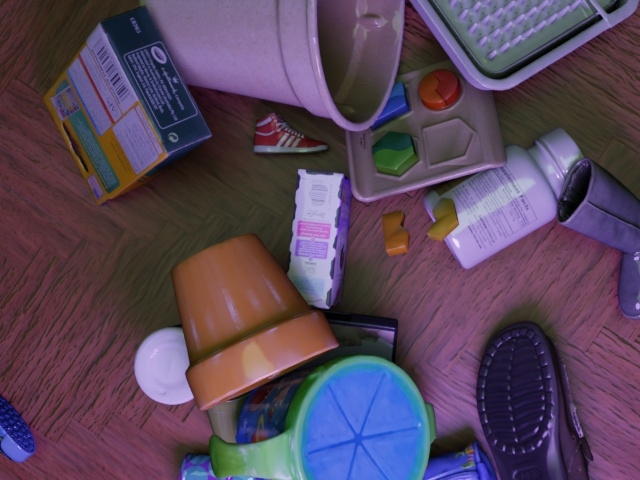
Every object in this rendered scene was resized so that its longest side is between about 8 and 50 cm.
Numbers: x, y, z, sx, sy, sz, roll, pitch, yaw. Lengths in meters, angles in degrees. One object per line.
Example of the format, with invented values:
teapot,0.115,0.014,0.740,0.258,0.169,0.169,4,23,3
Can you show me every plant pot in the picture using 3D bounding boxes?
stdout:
plant pot,-0.141,0.273,1.574,0.083,0.083,0.079,-5,101,5
plant pot,-0.107,0.101,1.367,0.205,0.205,0.187,-26,83,4
plant pot,-0.076,-0.332,1.470,0.306,0.334,0.333,6,89,24

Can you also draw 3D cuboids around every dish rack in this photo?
dish rack,0.278,-0.384,1.504,0.333,0.072,0.285,-33,86,-21

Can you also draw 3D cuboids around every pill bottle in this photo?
pill bottle,0.279,-0.068,1.510,0.229,0.131,0.131,-31,86,4
pill bottle,-0.201,0.179,1.521,0.112,0.187,0.112,0,89,5

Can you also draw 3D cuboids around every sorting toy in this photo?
sorting toy,0.150,-0.134,1.489,0.229,0.041,0.307,-13,58,12

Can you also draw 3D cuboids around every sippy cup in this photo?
sippy cup,0.000,0.279,1.459,0.305,0.224,0.240,35,68,-26

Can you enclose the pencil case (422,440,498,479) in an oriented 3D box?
pencil case,0.115,0.395,1.514,0.306,0.133,0.119,-18,68,4

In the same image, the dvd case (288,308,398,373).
dvd case,-0.014,0.160,1.521,0.253,0.180,0.022,7,51,6

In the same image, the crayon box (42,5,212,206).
crayon box,-0.296,-0.188,1.513,0.083,0.323,0.203,-29,94,-31

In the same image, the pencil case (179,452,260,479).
pencil case,-0.139,0.367,1.571,0.152,0.064,0.070,3,81,6

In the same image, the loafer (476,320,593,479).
loafer,0.329,0.304,1.515,0.134,0.130,0.365,-15,76,38

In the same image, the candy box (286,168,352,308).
candy box,0.000,0.000,1.518,0.070,0.165,0.196,6,89,7

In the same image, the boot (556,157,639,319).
boot,0.421,0.001,1.468,0.076,0.209,0.189,2,75,49

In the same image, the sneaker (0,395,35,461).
sneaker,-0.553,0.278,1.611,0.232,0.081,0.090,44,95,12

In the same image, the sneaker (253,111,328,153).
sneaker,-0.047,-0.168,1.589,0.119,0.042,0.067,1,92,8
